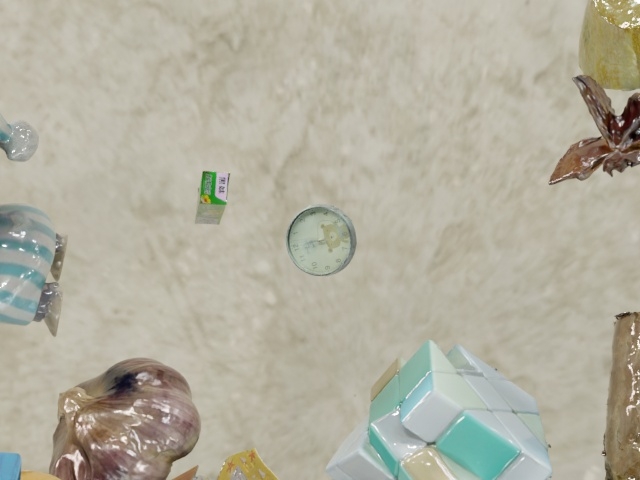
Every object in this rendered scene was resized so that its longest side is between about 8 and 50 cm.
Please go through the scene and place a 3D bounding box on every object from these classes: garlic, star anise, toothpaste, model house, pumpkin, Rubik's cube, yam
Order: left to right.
[{"bbox_3d":[-0.269,0.253,1.717,0.160,0.245,0.245,40,85,-30],"label":"garlic"},{"bbox_3d":[-0.171,0.371,1.803,0.136,0.219,0.207,23,100,-28],"label":"model house"},{"bbox_3d":[-0.139,-0.054,1.702,0.037,0.178,0.043,3,82,-7],"label":"toothpaste"},{"bbox_3d":[0.141,0.263,1.570,0.224,0.265,0.213,37,108,-10],"label":"Rubik's cube"},{"bbox_3d":[0.329,-0.135,1.493,0.158,0.144,0.140,13,129,-7],"label":"star anise"},{"bbox_3d":[0.413,-0.310,1.731,0.217,0.217,0.110,-47,126,-4],"label":"pumpkin"},{"bbox_3d":[0.426,0.213,1.667,0.128,0.129,0.238,19,71,-40],"label":"yam"}]

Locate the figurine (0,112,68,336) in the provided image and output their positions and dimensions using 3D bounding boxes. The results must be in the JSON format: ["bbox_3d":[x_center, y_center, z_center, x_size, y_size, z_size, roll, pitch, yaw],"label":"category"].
[{"bbox_3d":[-0.448,-0.075,1.595,0.361,0.378,0.266,12,46,-19],"label":"figurine"}]

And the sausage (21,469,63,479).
[{"bbox_3d":[-0.297,0.311,1.209,0.136,0.120,0.241,41,111,-3],"label":"sausage"}]

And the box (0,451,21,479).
[{"bbox_3d":[-0.240,0.182,0.695,0.139,0.194,0.073,6,109,-7],"label":"box"}]

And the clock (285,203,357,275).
[{"bbox_3d":[0.000,0.000,1.530,0.085,0.017,0.085,1,94,21],"label":"clock"}]
